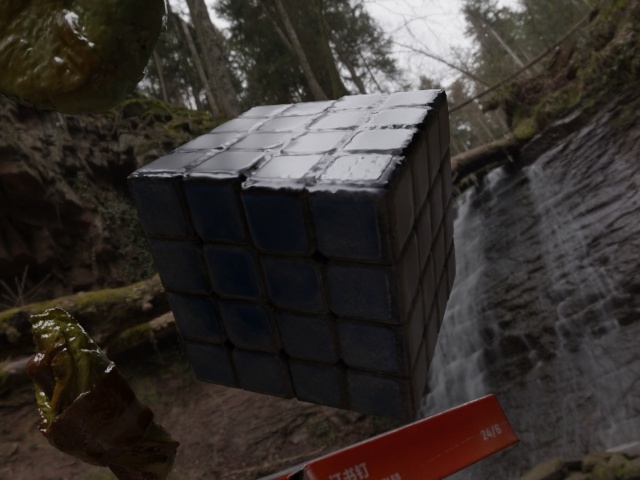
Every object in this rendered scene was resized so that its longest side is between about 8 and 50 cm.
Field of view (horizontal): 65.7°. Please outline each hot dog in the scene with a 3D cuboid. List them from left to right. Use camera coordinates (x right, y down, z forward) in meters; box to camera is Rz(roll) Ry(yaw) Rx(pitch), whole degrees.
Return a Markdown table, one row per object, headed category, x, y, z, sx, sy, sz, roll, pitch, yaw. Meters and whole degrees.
| category | x | y | z | sx | sy | sz | roll | pitch | yaw |
| --- | --- | --- | --- | --- | --- | --- | --- | --- | --- |
| hot dog | -0.260 | 0.199 | 0.561 | 0.123 | 0.261 | 0.093 | -19 | 19 | 45 |

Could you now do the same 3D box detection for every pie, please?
| category | x | y | z | sx | sy | sz | roll | pitch | yaw |
| --- | --- | --- | --- | --- | --- | --- | --- | --- | --- |
| pie | -0.315 | -0.293 | 0.598 | 0.306 | 0.306 | 0.071 | -32 | -5 | 20 |

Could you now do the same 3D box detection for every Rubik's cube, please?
| category | x | y | z | sx | sy | sz | roll | pitch | yaw |
| --- | --- | --- | --- | --- | --- | --- | --- | --- | --- |
| Rubik's cube | 0.000 | 0.000 | 0.723 | 0.338 | 0.343 | 0.344 | 4 | -58 | 23 |

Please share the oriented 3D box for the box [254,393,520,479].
| category | x | y | z | sx | sy | sz | roll | pitch | yaw |
| --- | --- | --- | --- | --- | --- | --- | --- | --- | --- |
| box | 0.051 | 0.196 | 0.430 | 0.230 | 0.050 | 0.123 | -4 | -29 | -34 |
